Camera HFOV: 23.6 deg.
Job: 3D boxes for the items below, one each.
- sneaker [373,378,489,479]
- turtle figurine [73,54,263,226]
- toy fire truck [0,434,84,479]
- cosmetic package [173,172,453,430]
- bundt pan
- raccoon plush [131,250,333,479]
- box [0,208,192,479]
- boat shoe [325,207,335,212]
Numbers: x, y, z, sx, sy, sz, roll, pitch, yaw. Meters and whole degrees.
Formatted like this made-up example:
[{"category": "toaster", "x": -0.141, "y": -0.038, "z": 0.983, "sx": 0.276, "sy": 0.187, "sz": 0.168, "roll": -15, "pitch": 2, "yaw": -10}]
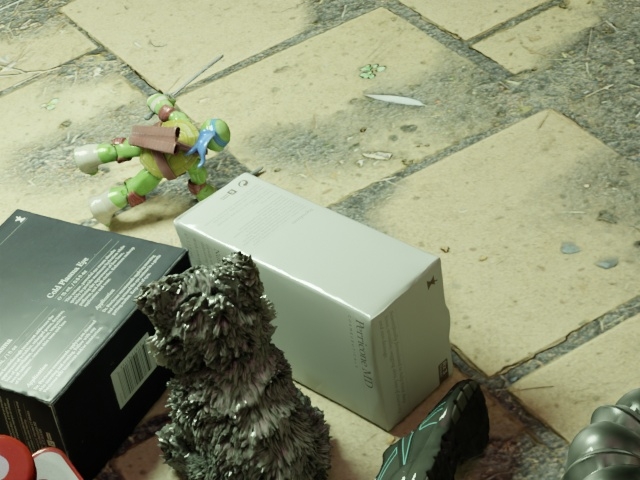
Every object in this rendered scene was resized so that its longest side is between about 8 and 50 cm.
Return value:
[{"category": "sneaker", "x": 0.137, "y": 0.264, "z": 1.977, "sx": 0.106, "sy": 0.101, "sz": 0.267, "roll": -9, "pitch": 23, "yaw": 32}, {"category": "turtle figurine", "x": -0.249, "y": -0.134, "z": 2.528, "sx": 0.266, "sy": 0.197, "sz": 0.274, "roll": -20, "pitch": 25, "yaw": 13}, {"category": "toy fire truck", "x": -0.406, "y": 0.405, "z": 1.900, "sx": 0.302, "sy": 0.169, "sz": 0.254, "roll": -30, "pitch": 66, "yaw": -23}, {"category": "cosmetic package", "x": -0.008, "y": 0.079, "z": 2.155, "sx": 0.385, "sy": 0.217, "sz": 0.156, "roll": 25, "pitch": 49, "yaw": 39}, {"category": "bundt pan", "x": 0.444, "y": 0.292, "z": 1.852, "sx": 0.331, "sy": 0.124, "sz": 0.330, "roll": -6, "pitch": 37, "yaw": 5}, {"category": "raccoon plush", "x": -0.067, "y": 0.212, "z": 1.927, "sx": 0.216, "sy": 0.299, "sz": 0.446, "roll": -29, "pitch": 42, "yaw": -23}, {"category": "box", "x": -0.387, "y": 0.146, "z": 2.183, "sx": 0.313, "sy": 0.179, "sz": 0.343, "roll": 14, "pitch": 44, "yaw": 26}, {"category": "boat shoe", "x": 0.000, "y": 0.000, "z": 2.328, "sx": 0.324, "sy": 0.116, "sz": 0.123, "roll": 23, "pitch": 49, "yaw": 35}]
